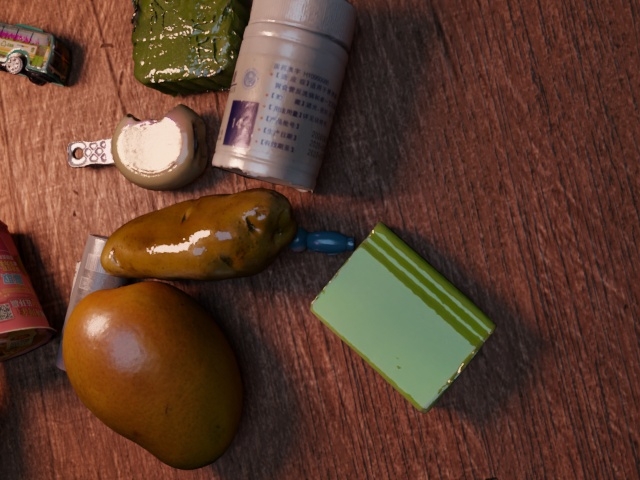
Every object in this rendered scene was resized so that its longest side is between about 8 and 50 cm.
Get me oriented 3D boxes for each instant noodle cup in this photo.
[{"bbox_3d":[-0.655,0.098,1.212,0.243,0.244,0.255,-23,77,9],"label":"instant noodle cup"}]

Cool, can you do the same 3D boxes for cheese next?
[{"bbox_3d":[-0.357,-0.176,1.224,0.286,0.082,0.163,1,88,11],"label":"cheese"}]

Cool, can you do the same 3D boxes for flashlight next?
[{"bbox_3d":[0.000,0.000,1.174,0.129,0.051,0.051,2,89,8],"label":"flashlight"}]

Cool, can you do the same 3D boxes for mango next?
[{"bbox_3d":[-0.285,0.239,1.137,0.263,0.221,0.378,-34,98,-3],"label":"mango"}]

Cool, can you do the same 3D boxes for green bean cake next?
[{"bbox_3d":[-0.237,-0.380,1.181,0.214,0.113,0.201,-1,86,19],"label":"green bean cake"}]

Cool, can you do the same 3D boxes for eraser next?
[{"bbox_3d":[0.145,0.133,1.127,0.274,0.092,0.210,40,95,10],"label":"eraser"}]

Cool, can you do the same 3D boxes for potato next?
[{"bbox_3d":[-0.215,0.001,1.135,0.368,0.176,0.196,-9,50,16],"label":"potato"}]

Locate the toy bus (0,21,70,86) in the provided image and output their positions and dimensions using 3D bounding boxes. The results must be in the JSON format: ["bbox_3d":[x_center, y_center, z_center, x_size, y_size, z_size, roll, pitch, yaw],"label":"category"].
[{"bbox_3d":[-0.632,-0.381,1.275,0.261,0.091,0.109,15,85,8],"label":"toy bus"}]

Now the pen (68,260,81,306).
[{"bbox_3d":[-0.493,0.141,1.272,0.025,0.025,0.204,12,92,10],"label":"pen"}]

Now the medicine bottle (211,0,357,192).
[{"bbox_3d":[-0.061,-0.265,1.117,0.189,0.190,0.332,15,92,10],"label":"medicine bottle"}]

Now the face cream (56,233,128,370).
[{"bbox_3d":[-0.437,0.127,1.236,0.107,0.073,0.270,13,91,8],"label":"face cream"}]
